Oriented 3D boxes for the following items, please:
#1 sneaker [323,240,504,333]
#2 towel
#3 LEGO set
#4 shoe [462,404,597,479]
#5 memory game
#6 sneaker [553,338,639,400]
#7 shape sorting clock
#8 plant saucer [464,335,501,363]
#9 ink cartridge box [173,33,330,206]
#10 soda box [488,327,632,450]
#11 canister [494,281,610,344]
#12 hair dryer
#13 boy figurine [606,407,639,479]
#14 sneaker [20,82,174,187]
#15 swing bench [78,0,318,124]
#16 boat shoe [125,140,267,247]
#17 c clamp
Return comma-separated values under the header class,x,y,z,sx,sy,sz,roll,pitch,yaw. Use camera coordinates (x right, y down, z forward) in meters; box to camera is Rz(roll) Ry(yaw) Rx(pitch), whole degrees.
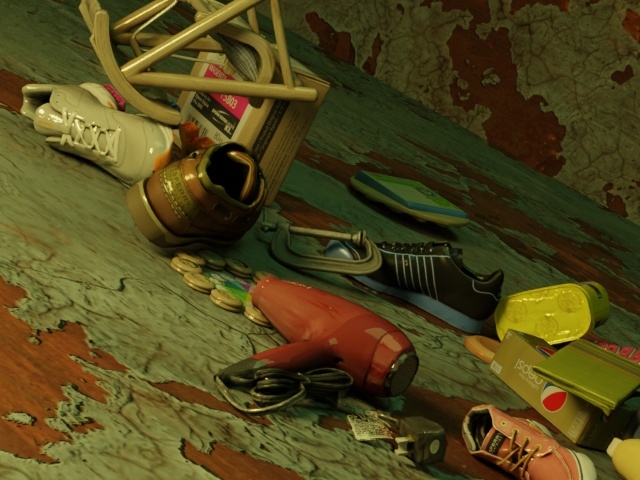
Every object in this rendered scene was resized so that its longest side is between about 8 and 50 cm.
class,x,y,z,sx,sy,sz,roll,pitch,yaw
sneaker,0.123,0.032,2.009,0.232,0.090,0.081,25,13,-4
towel,0.311,0.153,1.783,0.102,0.021,0.237,24,12,18
LEGO set,-0.198,-0.110,2.001,0.087,0.093,0.227,-17,44,-29
shoe,0.196,0.210,1.503,0.081,0.063,0.178,20,8,-18
memory game,-0.078,0.054,1.709,0.186,0.012,0.186,24,12,-6
sneaker,0.367,0.174,1.995,0.170,0.074,0.063,7,22,27
shape sorting clock,0.144,-0.063,2.555,0.206,0.040,0.206,21,15,-6
plant saucer,0.218,0.139,1.936,0.083,0.013,0.083,24,12,-5
ink cartridge box,-0.109,-0.184,2.206,0.088,0.193,0.235,17,14,-34
soda box,0.276,0.172,1.812,0.061,0.058,0.181,17,16,-36
canister,0.311,0.096,2.074,0.126,0.073,0.170,-12,-3,20
hair dryer,-0.003,0.102,1.504,0.224,0.080,0.293,20,13,-21
boy figurine,0.379,0.258,1.590,0.177,0.092,0.285,25,13,-3
sneaker,-0.281,-0.128,1.910,0.121,0.099,0.262,5,15,-40
swing bench,-0.160,-0.253,1.949,0.255,0.165,0.253,-13,21,-7
boat shoe,-0.109,-0.056,1.804,0.110,0.104,0.307,59,19,-1
c clamp,0.000,0.000,1.952,0.161,0.022,0.137,11,29,0
